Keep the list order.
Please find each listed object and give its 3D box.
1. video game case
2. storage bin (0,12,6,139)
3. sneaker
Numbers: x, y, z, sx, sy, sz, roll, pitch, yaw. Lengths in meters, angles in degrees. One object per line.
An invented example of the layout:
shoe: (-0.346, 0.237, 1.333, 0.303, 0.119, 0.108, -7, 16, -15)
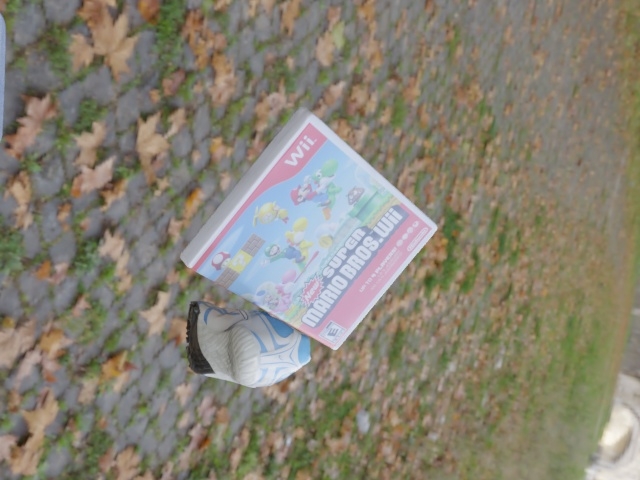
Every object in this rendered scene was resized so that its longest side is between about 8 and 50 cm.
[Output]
video game case: (0.000, 0.000, 1.014, 0.204, 0.025, 0.285, -51, 137, 4)
storage bin: (-0.349, -0.147, 0.792, 0.098, 0.091, 0.135, -22, 126, -53)
sneaker: (-0.090, 0.113, 0.993, 0.086, 0.237, 0.085, 2, 93, -29)
